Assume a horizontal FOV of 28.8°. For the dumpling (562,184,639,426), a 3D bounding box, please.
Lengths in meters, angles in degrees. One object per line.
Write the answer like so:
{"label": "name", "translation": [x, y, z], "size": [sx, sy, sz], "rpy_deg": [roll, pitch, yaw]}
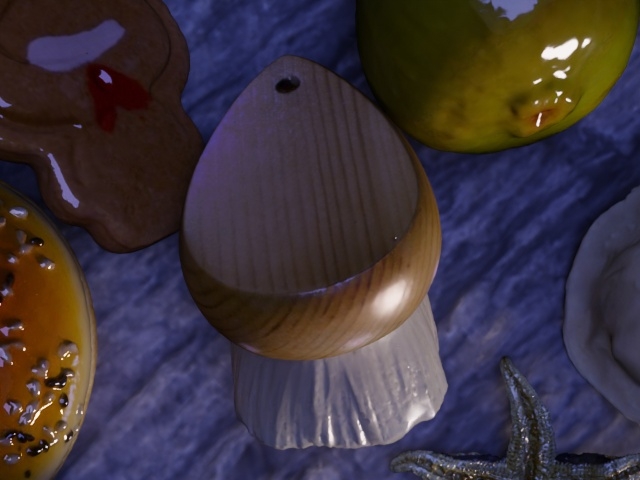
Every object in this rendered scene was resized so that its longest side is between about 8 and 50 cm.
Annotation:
{"label": "dumpling", "translation": [0.254, 0.055, 0.940], "size": [0.155, 0.111, 0.181], "rpy_deg": [-28, 47, 25]}

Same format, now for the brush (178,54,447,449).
{"label": "brush", "translation": [0.000, 0.000, 0.887], "size": [0.174, 0.166, 0.267], "rpy_deg": [-10, 46, 6]}

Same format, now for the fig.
{"label": "fig", "translation": [0.125, -0.176, 0.896], "size": [0.207, 0.207, 0.230], "rpy_deg": [7, 47, -6]}

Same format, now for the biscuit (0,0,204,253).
{"label": "biscuit", "translation": [-0.189, -0.148, 0.877], "size": [0.202, 0.047, 0.334], "rpy_deg": [-28, 89, -42]}

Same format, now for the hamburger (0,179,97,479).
{"label": "hamburger", "translation": [-0.294, 0.085, 0.836], "size": [0.300, 0.176, 0.300], "rpy_deg": [1, 85, -6]}

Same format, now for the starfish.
{"label": "starfish", "translation": [0.158, 0.174, 0.940], "size": [0.208, 0.053, 0.176], "rpy_deg": [-5, 89, -5]}
